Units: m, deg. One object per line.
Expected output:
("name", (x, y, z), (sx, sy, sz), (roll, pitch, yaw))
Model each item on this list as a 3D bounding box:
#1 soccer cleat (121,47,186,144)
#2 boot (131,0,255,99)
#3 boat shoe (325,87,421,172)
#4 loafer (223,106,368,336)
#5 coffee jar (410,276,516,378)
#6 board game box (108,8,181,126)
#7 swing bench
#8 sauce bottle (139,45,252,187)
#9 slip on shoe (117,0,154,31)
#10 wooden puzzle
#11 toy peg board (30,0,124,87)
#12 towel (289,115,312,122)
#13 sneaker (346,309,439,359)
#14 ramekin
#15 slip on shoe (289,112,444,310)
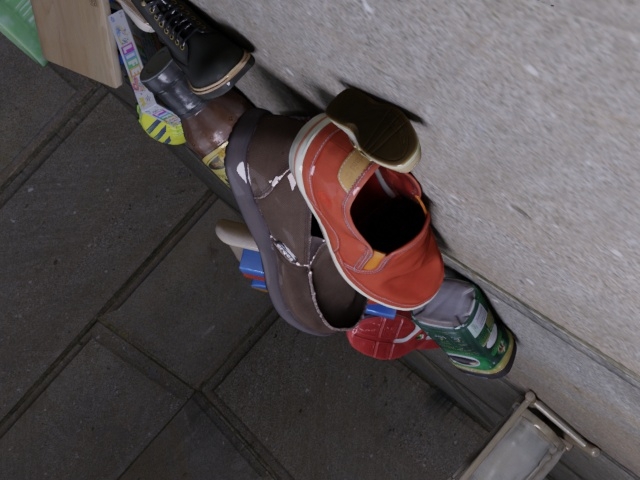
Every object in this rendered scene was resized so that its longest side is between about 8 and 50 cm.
("soccer cleat", (-0.248, -0.223, 1.618), (0.121, 0.093, 0.289), (32, 165, 14))
("boot", (-0.159, -0.239, 1.086), (0.137, 0.077, 0.198), (50, 170, -30))
("boat shoe", (0.054, -0.094, 0.854), (0.045, 0.050, 0.135), (41, -174, -39))
("loafer", (0.000, 0.000, 1.159), (0.130, 0.133, 0.366), (7, 145, 26))
("coffee jar", (0.202, 0.124, 1.327), (0.096, 0.079, 0.184), (8, 155, 35))
("board game box", (-0.249, -0.248, 1.396), (0.154, 0.026, 0.103), (69, -166, 11))
("swing bench", (0.358, 0.430, 1.812), (0.165, 0.253, 0.254), (41, 174, 9))
("sauce bottle", (-0.120, -0.138, 1.389), (0.344, 0.111, 0.111), (43, 175, -33))
("slip on shoe", (-0.244, -0.320, 1.202), (0.135, 0.051, 0.041), (49, 136, 8))
("wooden puzzle", (0.010, 0.056, 1.484), (0.322, 0.080, 0.348), (12, 174, 4))
("toy peg board", (-0.356, -0.342, 1.478), (0.161, 0.079, 0.161), (24, 138, 25))
("towel", (0.026, -0.085, 1.219), (0.197, 0.029, 0.144), (43, 175, -14))
("sneaker", (0.118, 0.135, 1.657), (0.221, 0.087, 0.128), (6, -157, -33))
("ramekin", (-0.537, -0.452, 1.633), (0.303, 0.148, 0.303), (41, 175, 4))
("slip on shoe", (0.072, -0.010, 1.058), (0.101, 0.123, 0.331), (33, 166, 37))
